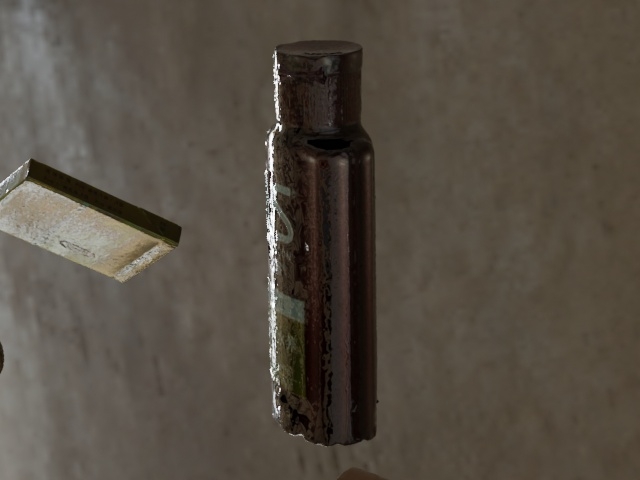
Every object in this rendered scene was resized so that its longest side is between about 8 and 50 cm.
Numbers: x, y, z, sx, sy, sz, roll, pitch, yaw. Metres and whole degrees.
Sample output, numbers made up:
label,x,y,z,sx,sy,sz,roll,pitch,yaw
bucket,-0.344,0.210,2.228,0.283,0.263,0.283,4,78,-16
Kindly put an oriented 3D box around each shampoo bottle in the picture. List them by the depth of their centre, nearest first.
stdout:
label,x,y,z,sx,sy,sz,roll,pitch,yaw
shampoo bottle,0.000,0.000,1.497,0.129,0.084,0.323,-144,50,-62

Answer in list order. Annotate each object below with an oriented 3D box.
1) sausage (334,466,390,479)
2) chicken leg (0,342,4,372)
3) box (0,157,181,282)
label,x,y,z,sx,sy,sz,roll,pitch,yaw
sausage,0.116,0.335,1.921,0.253,0.123,0.123,20,119,28
chicken leg,-0.303,0.026,1.331,0.198,0.069,0.085,51,170,-7
box,-0.265,-0.019,2.003,0.121,0.193,0.030,-31,43,46
